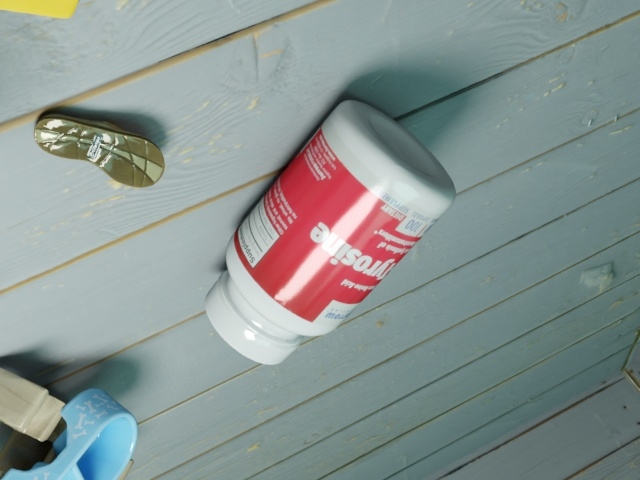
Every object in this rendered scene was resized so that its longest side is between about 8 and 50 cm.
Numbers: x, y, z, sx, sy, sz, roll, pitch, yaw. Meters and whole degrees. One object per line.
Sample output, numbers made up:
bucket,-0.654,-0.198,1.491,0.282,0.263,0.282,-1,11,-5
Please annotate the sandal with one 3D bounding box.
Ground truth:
sandal,-0.285,-0.125,1.064,0.180,0.049,0.072,19,116,-33

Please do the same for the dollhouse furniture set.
dollhouse furniture set,-0.574,0.433,1.363,0.394,0.256,0.362,-62,155,-24

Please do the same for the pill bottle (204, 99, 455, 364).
pill bottle,0.000,0.000,1.285,0.229,0.229,0.408,14,124,-48

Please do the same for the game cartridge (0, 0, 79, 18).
game cartridge,-0.343,-0.285,0.563,0.285,0.324,0.053,-2,137,-39

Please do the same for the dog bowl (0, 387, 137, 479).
dog bowl,-0.399,0.374,1.292,0.297,0.074,0.166,-54,151,-39
